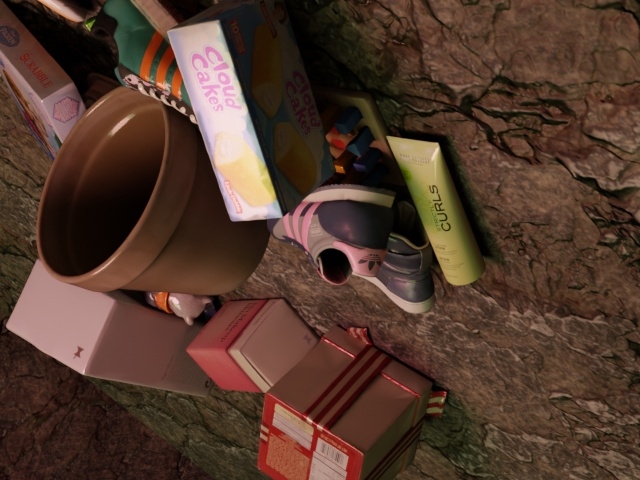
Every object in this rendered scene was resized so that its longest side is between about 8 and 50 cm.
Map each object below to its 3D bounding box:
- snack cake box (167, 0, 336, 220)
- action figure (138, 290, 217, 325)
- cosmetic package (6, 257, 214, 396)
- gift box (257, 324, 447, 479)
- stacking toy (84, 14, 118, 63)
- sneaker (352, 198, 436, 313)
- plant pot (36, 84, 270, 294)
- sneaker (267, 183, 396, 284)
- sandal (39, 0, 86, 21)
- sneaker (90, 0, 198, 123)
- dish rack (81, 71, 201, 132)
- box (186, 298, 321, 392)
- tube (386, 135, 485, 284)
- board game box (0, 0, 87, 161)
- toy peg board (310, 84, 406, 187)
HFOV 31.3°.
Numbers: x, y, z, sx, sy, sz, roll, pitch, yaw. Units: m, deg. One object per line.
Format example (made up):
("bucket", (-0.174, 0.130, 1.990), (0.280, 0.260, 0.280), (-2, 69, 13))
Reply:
("snack cake box", (-0.083, -0.175, 1.472), (0.089, 0.152, 0.264), (-3, 115, 34))
("action figure", (-0.339, 0.076, 2.321), (0.330, 0.178, 0.341), (32, 155, 36))
("cosmetic package", (-0.402, 0.190, 2.379), (0.230, 0.162, 0.453), (24, 180, 29))
("gift box", (0.061, 0.322, 2.087), (0.255, 0.258, 0.276), (33, 134, 19))
("stacking toy", (-0.267, -0.272, 1.782), (0.221, 0.052, 0.167), (15, 145, 43))
("sneaker", (0.083, -0.009, 1.706), (0.226, 0.086, 0.163), (32, 146, 35))
("plant pot", (-0.240, -0.042, 1.797), (0.280, 0.323, 0.323), (28, 167, -40))
("sneaker", (0.000, 0.000, 1.646), (0.112, 0.131, 0.319), (8, 171, -22))
("sandal", (-0.496, -0.401, 1.784), (0.265, 0.076, 0.102), (34, -167, -6))
("sneaker", (-0.207, -0.230, 1.600), (0.302, 0.121, 0.108), (52, -168, 16))
("dish rack", (-0.299, -0.129, 2.043), (0.285, 0.072, 0.333), (27, 153, 24))
("box", (-0.137, 0.210, 2.282), (0.127, 0.149, 0.232), (50, 152, -19))
("tube", (0.162, -0.044, 1.568), (0.070, 0.062, 0.240), (-17, 125, 12))
("board game box", (-0.472, -0.225, 2.006), (0.318, 0.066, 0.318), (45, 161, 38))
("toy peg board", (0.018, -0.129, 1.596), (0.160, 0.079, 0.161), (15, 146, 42))
